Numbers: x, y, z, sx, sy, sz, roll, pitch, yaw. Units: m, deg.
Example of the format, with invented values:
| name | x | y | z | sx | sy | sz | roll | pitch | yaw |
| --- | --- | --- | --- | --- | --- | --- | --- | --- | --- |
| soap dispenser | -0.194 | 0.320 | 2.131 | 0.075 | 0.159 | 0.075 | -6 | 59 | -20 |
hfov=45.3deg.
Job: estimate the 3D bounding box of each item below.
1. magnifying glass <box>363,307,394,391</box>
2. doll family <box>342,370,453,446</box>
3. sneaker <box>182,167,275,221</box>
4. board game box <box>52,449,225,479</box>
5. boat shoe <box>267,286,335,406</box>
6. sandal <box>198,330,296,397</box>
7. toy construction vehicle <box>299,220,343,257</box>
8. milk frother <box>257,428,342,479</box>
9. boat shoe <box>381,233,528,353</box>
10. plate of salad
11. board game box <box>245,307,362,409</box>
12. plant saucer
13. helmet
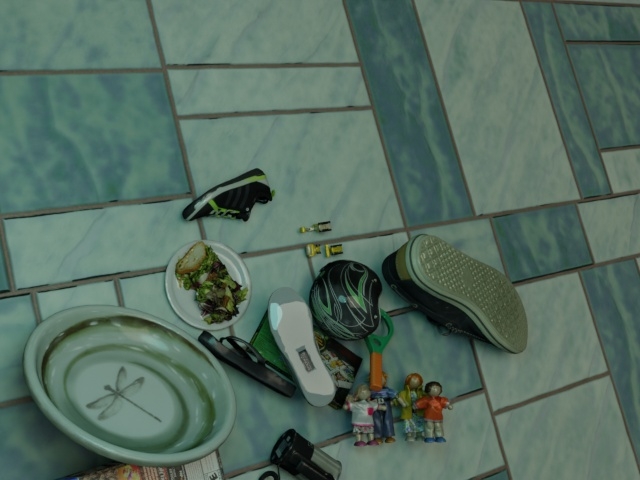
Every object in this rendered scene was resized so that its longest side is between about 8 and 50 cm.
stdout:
| name | x | y | z | sx | sy | sz | roll | pitch | yaw |
| --- | --- | --- | --- | --- | --- | --- | --- | --- | --- |
| magnifying glass | 0.128 | 0.247 | 1.780 | 0.092 | 0.026 | 0.231 | 23 | 40 | -17 |
| doll family | 0.168 | 0.383 | 1.776 | 0.263 | 0.118 | 0.163 | 0 | 81 | -12 |
| sneaker | -0.193 | -0.082 | 1.703 | 0.234 | 0.084 | 0.097 | -30 | 93 | -34 |
| board game box | -0.322 | 0.514 | 1.411 | 0.291 | 0.141 | 0.232 | -9 | 80 | -32 |
| boat shoe | -0.046 | 0.230 | 1.659 | 0.096 | 0.088 | 0.267 | -26 | 90 | -17 |
| sandal | -0.154 | 0.251 | 1.622 | 0.254 | 0.097 | 0.054 | 37 | 71 | -28 |
| toy construction vehicle | 0.000 | 0.000 | 1.827 | 0.098 | 0.035 | 0.086 | -11 | 92 | -30 |
| milk frother | -0.049 | 0.499 | 1.617 | 0.134 | 0.129 | 0.143 | 39 | 103 | -15 |
| boat shoe | 0.349 | 0.143 | 1.921 | 0.500 | 0.156 | 0.187 | 32 | 56 | -32 |
| plate of salad | -0.234 | 0.092 | 1.647 | 0.199 | 0.048 | 0.200 | 10 | 70 | -29 |
| board game box | -0.032 | 0.257 | 1.729 | 0.259 | 0.030 | 0.136 | 37 | 62 | -16 |
| plant saucer | -0.354 | 0.281 | 1.414 | 0.400 | 0.100 | 0.400 | 24 | 25 | -12 |
| helmet | 0.056 | 0.142 | 1.737 | 0.169 | 0.169 | 0.161 | 31 | 46 | -19 |
